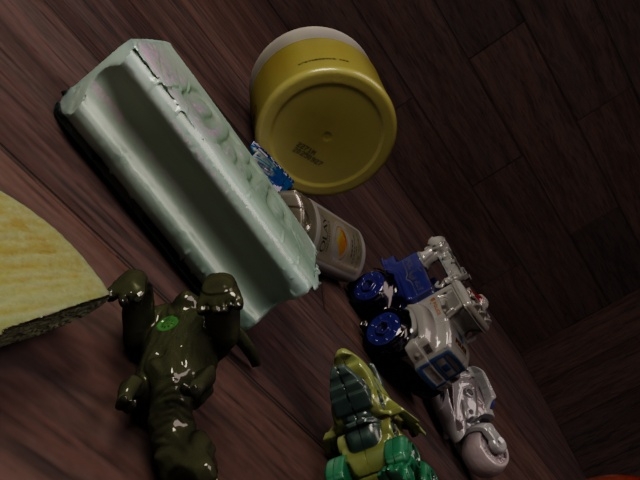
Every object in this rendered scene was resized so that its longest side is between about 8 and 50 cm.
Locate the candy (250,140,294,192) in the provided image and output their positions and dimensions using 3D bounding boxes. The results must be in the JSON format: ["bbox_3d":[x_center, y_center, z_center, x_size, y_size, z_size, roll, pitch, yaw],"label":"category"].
[{"bbox_3d":[-0.072,-0.078,0.848,0.088,0.038,0.136,47,26,-24],"label":"candy"}]

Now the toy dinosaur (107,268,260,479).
[{"bbox_3d":[-0.092,0.105,0.424,0.178,0.087,0.187,95,-1,-47],"label":"toy dinosaur"}]

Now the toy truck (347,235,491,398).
[{"bbox_3d":[0.160,0.111,0.930,0.161,0.177,0.213,48,16,-36],"label":"toy truck"}]

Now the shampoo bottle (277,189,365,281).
[{"bbox_3d":[0.000,0.000,0.854,0.227,0.056,0.086,29,62,-63],"label":"shampoo bottle"}]

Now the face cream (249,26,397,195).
[{"bbox_3d":[-0.002,-0.206,0.988,0.218,0.218,0.179,47,18,-34],"label":"face cream"}]

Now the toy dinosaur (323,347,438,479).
[{"bbox_3d":[0.069,0.231,0.564,0.259,0.094,0.153,63,16,-12],"label":"toy dinosaur"}]

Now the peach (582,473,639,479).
[{"bbox_3d":[0.292,0.377,0.564,0.307,0.308,0.332,64,12,25],"label":"peach"}]

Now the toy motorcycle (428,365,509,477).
[{"bbox_3d":[0.219,0.259,1.006,0.112,0.112,0.254,40,23,-50],"label":"toy motorcycle"}]

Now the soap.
[{"bbox_3d":[-0.105,-0.053,0.566,0.261,0.094,0.150,53,15,-13],"label":"soap"}]

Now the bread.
[{"bbox_3d":[-0.188,0.009,0.272,0.112,0.036,0.193,53,17,4],"label":"bread"}]
